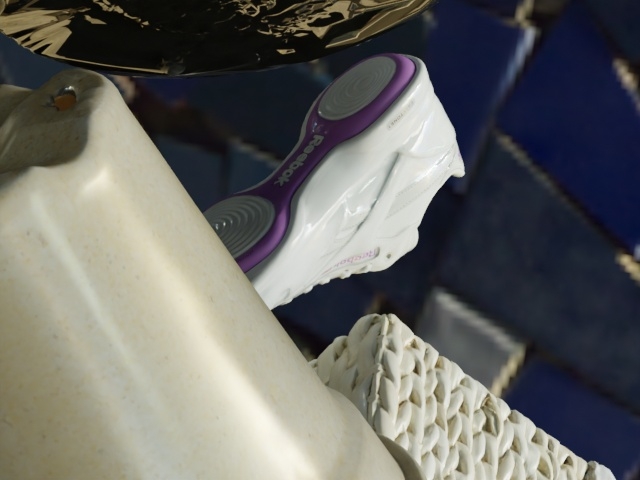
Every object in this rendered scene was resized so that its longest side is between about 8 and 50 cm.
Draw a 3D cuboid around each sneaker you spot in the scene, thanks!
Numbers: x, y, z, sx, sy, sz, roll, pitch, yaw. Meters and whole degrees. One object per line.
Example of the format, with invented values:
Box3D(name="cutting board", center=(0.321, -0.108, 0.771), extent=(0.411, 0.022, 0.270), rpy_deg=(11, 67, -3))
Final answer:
Box3D(name="sneaker", center=(0.000, 0.000, 1.545), extent=(0.305, 0.152, 0.114), rpy_deg=(-45, 38, -12))

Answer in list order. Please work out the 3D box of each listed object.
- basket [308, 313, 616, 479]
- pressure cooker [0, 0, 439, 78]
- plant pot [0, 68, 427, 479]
Box3D(name="basket", center=(0.022, 0.293, 1.464), extent=(0.266, 0.328, 0.331), rpy_deg=(39, 33, -21))
Box3D(name="pressure cooker", center=(-0.079, -0.360, 1.334), extent=(0.375, 0.420, 0.370), rpy_deg=(-9, -19, -1))
Box3D(name="plant pot", center=(-0.146, 0.087, 1.093), extent=(0.333, 0.305, 0.334), rpy_deg=(-22, 22, 9))
